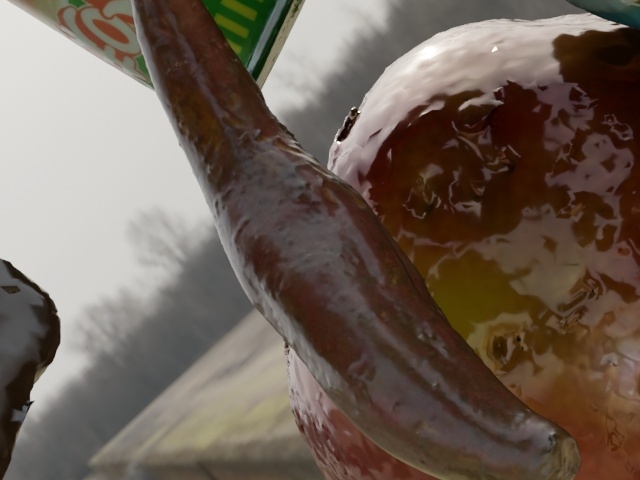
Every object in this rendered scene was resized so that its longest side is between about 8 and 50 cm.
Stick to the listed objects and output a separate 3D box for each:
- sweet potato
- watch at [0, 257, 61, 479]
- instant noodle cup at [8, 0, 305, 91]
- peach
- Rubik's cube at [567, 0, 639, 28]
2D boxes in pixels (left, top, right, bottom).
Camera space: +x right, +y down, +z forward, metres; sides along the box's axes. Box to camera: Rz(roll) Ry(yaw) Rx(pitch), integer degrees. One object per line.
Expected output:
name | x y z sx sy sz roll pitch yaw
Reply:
sweet potato | -0.002 0.003 0.573 0.058 0.255 0.078 -30 -24 -15
watch | -0.234 -0.041 0.460 0.327 0.335 0.314 115 176 -45
instant noodle cup | -0.103 -0.179 0.718 0.207 0.232 0.207 -64 4 8
peach | 0.189 0.049 0.855 0.339 0.416 0.353 -53 -18 -50
Rubik's cube | 0.261 -0.273 0.651 0.352 0.347 0.351 -4 13 7
